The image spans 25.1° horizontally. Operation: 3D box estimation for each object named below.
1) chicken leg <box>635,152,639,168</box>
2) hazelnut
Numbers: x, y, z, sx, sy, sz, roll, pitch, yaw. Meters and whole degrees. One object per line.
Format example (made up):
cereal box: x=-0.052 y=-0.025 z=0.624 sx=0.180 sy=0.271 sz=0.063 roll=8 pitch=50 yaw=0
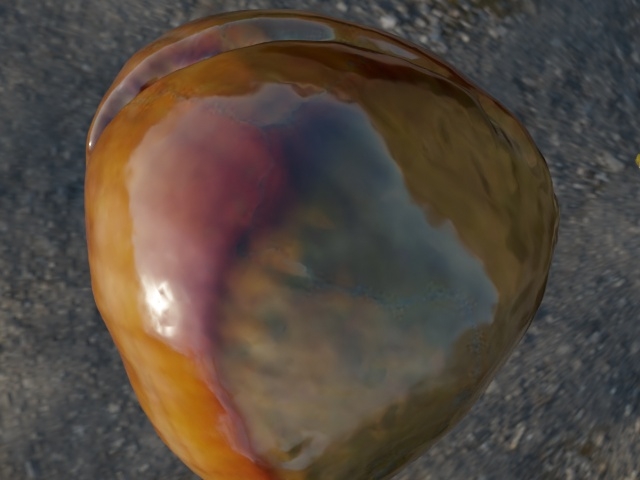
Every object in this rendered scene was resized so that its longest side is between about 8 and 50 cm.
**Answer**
chicken leg: x=0.339 y=-0.106 z=1.303 sx=0.093 sy=0.070 sz=0.178 roll=8 pitch=73 yaw=38
hazelnut: x=0.000 y=0.000 z=0.528 sx=0.182 sy=0.182 sz=0.182 roll=0 pitch=91 yaw=17
